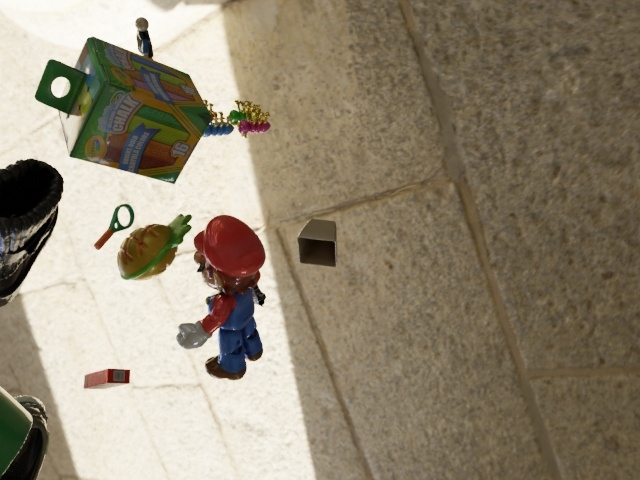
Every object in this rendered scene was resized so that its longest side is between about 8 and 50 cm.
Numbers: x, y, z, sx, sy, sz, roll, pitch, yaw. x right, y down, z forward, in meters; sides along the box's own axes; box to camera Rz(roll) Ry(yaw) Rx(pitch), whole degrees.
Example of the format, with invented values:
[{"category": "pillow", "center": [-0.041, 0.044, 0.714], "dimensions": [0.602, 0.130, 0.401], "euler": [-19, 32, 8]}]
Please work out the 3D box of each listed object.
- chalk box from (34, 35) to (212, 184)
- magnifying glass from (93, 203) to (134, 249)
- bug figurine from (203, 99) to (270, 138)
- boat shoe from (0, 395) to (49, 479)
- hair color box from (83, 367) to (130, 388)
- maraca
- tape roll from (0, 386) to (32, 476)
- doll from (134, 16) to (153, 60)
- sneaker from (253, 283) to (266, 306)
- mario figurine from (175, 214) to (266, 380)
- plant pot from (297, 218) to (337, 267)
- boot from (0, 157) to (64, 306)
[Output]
[{"category": "chalk box", "center": [-0.395, -0.259, 1.199], "dimensions": [0.180, 0.288, 0.179], "euler": [-53, 47, 26]}, {"category": "magnifying glass", "center": [-0.750, -0.048, 2.228], "dimensions": [0.026, 0.231, 0.092], "euler": [-4, 127, 23]}, {"category": "bug figurine", "center": [-0.247, -0.315, 1.606], "dimensions": [0.279, 0.216, 0.072], "euler": [-135, 42, -60]}, {"category": "boat shoe", "center": [-0.543, 0.419, 1.030], "dimensions": [0.091, 0.109, 0.305], "euler": [23, 91, 54]}, {"category": "hair color box", "center": [-0.612, 0.397, 1.753], "dimensions": [0.141, 0.072, 0.043], "euler": [-20, 65, 41]}, {"category": "maraca", "center": [-0.329, 0.012, 1.223], "dimensions": [0.185, 0.127, 0.099], "euler": [-34, 126, 11]}, {"category": "tape roll", "center": [-0.552, 0.340, 0.838], "dimensions": [0.321, 0.321, 0.077], "euler": [-22, 113, 41]}, {"category": "doll", "center": [-0.487, -0.543, 1.705], "dimensions": [0.189, 0.046, 0.129], "euler": [98, 158, -62]}, {"category": "sneaker", "center": [-0.181, 0.149, 1.780], "dimensions": [0.069, 0.038, 0.098], "euler": [25, 137, 44]}, {"category": "mario figurine", "center": [-0.190, 0.096, 1.171], "dimensions": [0.170, 0.198, 0.321], "euler": [-3, 117, -8]}, {"category": "plant pot", "center": [0.000, 0.000, 1.732], "dimensions": [0.109, 0.096, 0.109], "euler": [6, 136, 10]}, {"category": "boot", "center": [-0.554, -0.071, 1.139], "dimensions": [0.260, 0.131, 0.348], "euler": [-55, 29, 38]}]
